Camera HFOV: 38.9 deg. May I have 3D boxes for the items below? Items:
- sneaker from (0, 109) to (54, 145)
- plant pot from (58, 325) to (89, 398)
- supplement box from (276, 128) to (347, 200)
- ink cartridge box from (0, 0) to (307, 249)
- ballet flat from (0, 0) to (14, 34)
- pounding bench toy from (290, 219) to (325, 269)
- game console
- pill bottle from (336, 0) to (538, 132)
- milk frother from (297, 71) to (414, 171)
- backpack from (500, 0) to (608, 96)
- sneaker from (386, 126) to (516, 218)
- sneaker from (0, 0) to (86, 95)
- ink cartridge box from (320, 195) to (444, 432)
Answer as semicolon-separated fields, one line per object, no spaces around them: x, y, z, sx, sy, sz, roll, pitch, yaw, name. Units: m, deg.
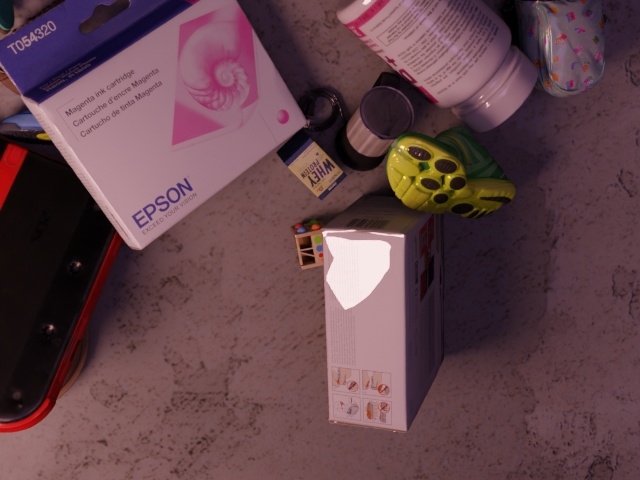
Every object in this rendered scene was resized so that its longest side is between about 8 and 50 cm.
-0.356;-0.187;1.310;0.209;0.069;0.082;-6;81;-4;sneaker
-0.458;0.158;1.338;0.237;0.110;0.237;-4;101;-20;plant pot
-0.014;-0.117;1.382;0.056;0.083;0.083;-44;110;4;supplement box
-0.224;-0.212;1.265;0.324;0.071;0.330;-40;112;-21;ink cartridge box
-0.480;-0.381;1.230;0.068;0.072;0.213;-9;109;20;ballet flat
0.000;0.000;1.436;0.083;0.052;0.065;-12;107;-8;pounding bench toy
-0.480;0.041;1.258;0.342;0.060;0.386;21;74;-5;game console
0.175;-0.297;1.328;0.283;0.160;0.160;38;95;-18;pill bottle
0.048;-0.184;1.348;0.143;0.135;0.129;-1;74;-15;milk frother
0.364;-0.312;1.388;0.152;0.115;0.182;-11;110;-11;backpack
0.182;-0.110;1.362;0.109;0.123;0.296;-38;151;26;sneaker
-0.389;-0.290;1.266;0.071;0.066;0.188;29;98;-17;sneaker
0.108;0.096;1.421;0.130;0.272;0.309;4;107;19;ink cartridge box
